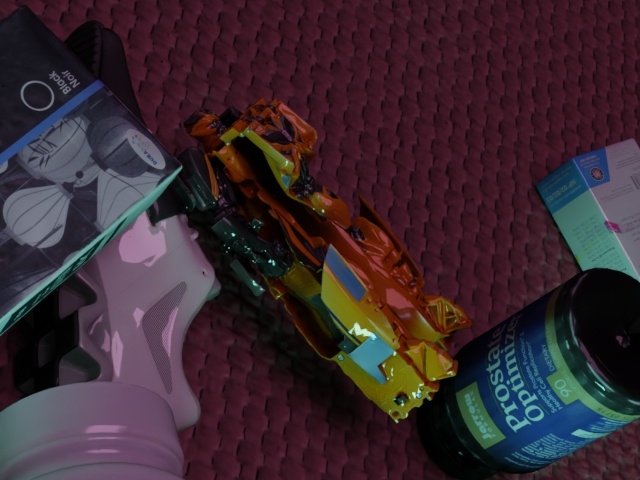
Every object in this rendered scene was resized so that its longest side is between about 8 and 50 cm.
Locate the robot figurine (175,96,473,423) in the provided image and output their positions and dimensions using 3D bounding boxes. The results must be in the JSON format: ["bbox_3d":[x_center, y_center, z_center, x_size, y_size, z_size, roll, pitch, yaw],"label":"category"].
[{"bbox_3d":[0.000,0.000,1.365,0.291,0.085,0.211,50,20,-7],"label":"robot figurine"}]

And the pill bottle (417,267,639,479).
[{"bbox_3d":[0.179,0.119,1.369,0.123,0.219,0.123,18,55,-28],"label":"pill bottle"}]

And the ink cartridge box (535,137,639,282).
[{"bbox_3d":[0.301,0.000,1.638,0.104,0.061,0.181,-18,76,-41],"label":"ink cartridge box"}]

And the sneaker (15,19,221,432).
[{"bbox_3d":[-0.150,-0.003,1.274,0.146,0.122,0.330,11,68,-34],"label":"sneaker"}]

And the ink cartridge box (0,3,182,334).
[{"bbox_3d":[-0.258,-0.005,1.094,0.165,0.065,0.332,46,56,-1],"label":"ink cartridge box"}]

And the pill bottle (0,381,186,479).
[{"bbox_3d":[-0.141,0.246,1.084,0.161,0.161,0.283,10,49,-32],"label":"pill bottle"}]
